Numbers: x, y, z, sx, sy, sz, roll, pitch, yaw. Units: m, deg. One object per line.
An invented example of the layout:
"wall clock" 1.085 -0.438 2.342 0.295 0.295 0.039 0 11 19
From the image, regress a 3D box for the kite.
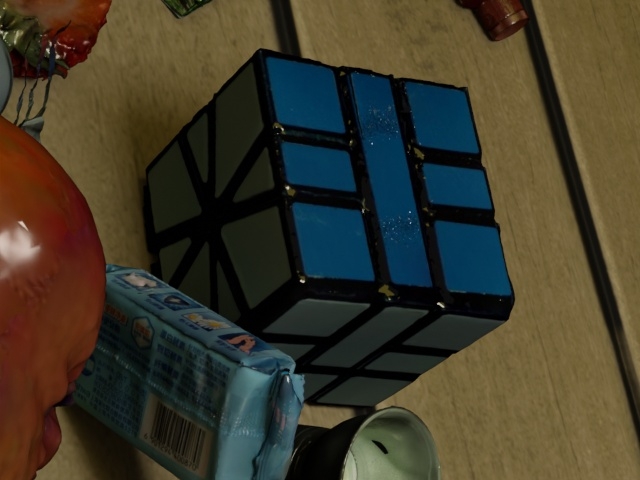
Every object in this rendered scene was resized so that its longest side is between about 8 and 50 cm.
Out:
"kite" -0.298 -0.110 1.573 0.015 0.245 0.141 27 35 6

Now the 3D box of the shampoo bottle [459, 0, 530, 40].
"shampoo bottle" 0.204 -0.404 2.201 0.102 0.064 0.260 -22 79 -41

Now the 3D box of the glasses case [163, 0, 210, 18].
"glasses case" -0.105 -0.372 1.970 0.272 0.062 0.095 -37 94 -42

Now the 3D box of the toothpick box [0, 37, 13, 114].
"toothpick box" -0.439 -0.208 1.508 0.263 0.263 0.354 -28 83 -42

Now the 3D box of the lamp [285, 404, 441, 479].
"lamp" -0.016 0.238 1.566 0.172 0.227 0.147 -41 117 -39

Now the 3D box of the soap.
"soap" -0.137 0.138 1.515 0.293 0.156 0.077 29 23 38

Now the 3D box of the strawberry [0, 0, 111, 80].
"strawberry" -0.322 -0.278 1.741 0.174 0.098 0.228 29 48 -19

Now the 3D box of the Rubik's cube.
"Rubik's cube" 0.000 0.000 1.679 0.283 0.293 0.288 4 64 -31

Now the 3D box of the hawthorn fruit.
"hawthorn fruit" -0.403 0.069 1.260 0.472 0.472 0.471 17 56 -27
